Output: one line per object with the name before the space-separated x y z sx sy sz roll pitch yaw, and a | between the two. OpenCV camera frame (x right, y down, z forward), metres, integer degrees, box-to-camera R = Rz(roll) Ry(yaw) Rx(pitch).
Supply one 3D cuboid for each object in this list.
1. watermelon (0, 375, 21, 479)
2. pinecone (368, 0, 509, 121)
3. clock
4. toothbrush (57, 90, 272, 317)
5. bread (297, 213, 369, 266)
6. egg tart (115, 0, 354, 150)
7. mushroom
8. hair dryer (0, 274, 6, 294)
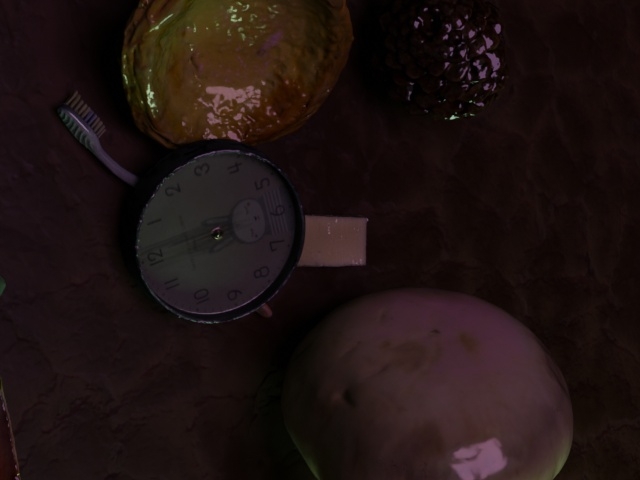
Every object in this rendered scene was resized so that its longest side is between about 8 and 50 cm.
watermelon | -0.328 0.267 1.267 0.128 0.159 0.303 -31 112 -68
pinecone | 0.162 -0.247 1.647 0.204 0.179 0.184 7 96 -67
clock | -0.118 -0.008 1.444 0.215 0.042 0.215 -9 111 -24
toothbrush | -0.171 -0.028 1.457 0.375 0.028 0.037 49 53 -29
bread | 0.000 0.000 1.603 0.154 0.028 0.068 -1 91 -41
egg tart | -0.102 -0.225 1.412 0.294 0.123 0.294 -17 140 -15
mushroom | 0.109 0.230 1.513 0.325 0.353 0.353 -8 96 -68
hair dryer | -0.395 0.034 1.267 0.150 0.047 0.071 36 66 -23
